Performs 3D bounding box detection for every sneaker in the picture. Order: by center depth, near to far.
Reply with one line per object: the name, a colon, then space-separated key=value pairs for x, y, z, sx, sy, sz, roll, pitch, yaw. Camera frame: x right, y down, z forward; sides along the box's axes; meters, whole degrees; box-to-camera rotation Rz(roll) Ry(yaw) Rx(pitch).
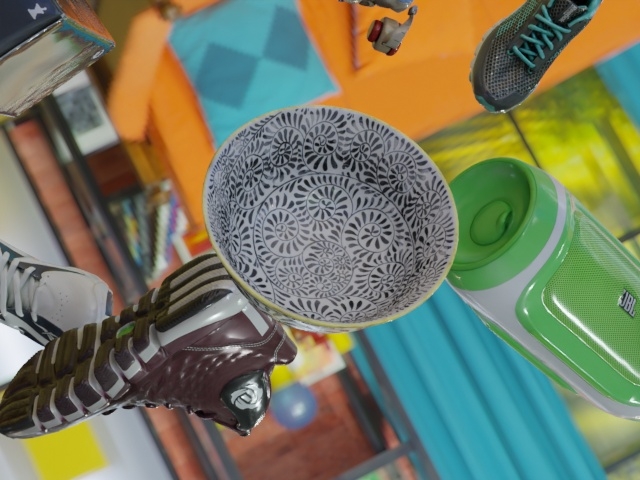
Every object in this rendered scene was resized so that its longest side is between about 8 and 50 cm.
sneaker: x=0.183 y=-0.177 z=1.124 sx=0.166 sy=0.065 sz=0.076 roll=-53 pitch=-176 yaw=-11
sneaker: x=-0.142 y=0.138 z=1.216 sx=0.281 sy=0.162 sz=0.106 roll=-29 pitch=-147 yaw=24
sneaker: x=-0.331 y=0.045 z=1.419 sx=0.153 sy=0.235 sz=0.094 roll=20 pitch=96 yaw=-47

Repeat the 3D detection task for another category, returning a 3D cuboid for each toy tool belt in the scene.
toy tool belt: x=0.027 y=-0.147 z=0.753 sx=0.051 sy=0.083 sz=0.052 roll=17 pitch=172 yaw=-16

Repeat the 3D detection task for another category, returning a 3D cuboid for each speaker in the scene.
speaker: x=0.219 y=0.049 z=1.194 sx=0.131 sy=0.131 sz=0.296 roll=-32 pitch=132 yaw=24

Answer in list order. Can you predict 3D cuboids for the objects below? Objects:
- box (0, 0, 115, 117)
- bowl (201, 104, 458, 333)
box: x=-0.266 y=-0.219 z=0.929 sx=0.103 sy=0.261 sz=0.184 roll=-35 pitch=180 yaw=0
bowl: x=0.000 y=0.000 z=0.917 sx=0.170 sy=0.170 sz=0.080 roll=-23 pitch=157 yaw=-25
